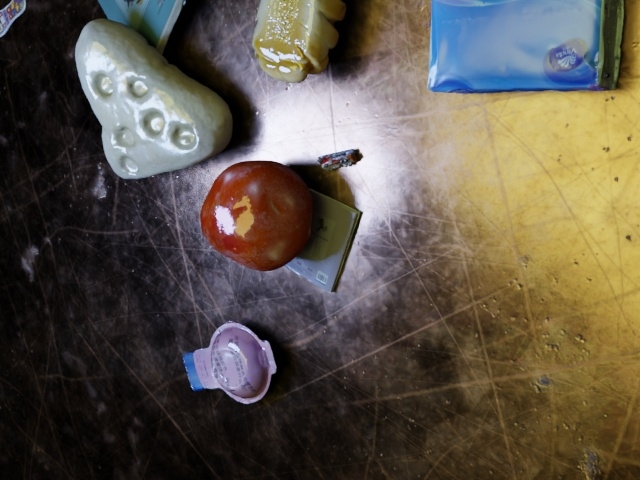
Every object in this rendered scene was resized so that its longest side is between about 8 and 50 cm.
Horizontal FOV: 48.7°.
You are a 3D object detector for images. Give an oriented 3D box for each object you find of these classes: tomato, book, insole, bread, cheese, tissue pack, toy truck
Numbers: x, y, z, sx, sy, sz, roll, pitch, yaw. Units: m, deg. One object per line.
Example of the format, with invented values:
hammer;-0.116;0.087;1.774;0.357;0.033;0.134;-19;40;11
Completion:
tomato;-0.128;-0.053;1.384;0.232;0.189;0.231;4;95;43
book;0.000;0.000;1.420;0.127;0.014;0.181;29;113;27
insole;-0.843;-0.597;1.895;0.197;0.004;0.065;-22;85;35
bread;-0.028;-0.446;1.297;0.173;0.121;0.311;26;112;26
cheese;-0.206;0.277;1.571;0.286;0.074;0.188;-20;86;38
cheese;-0.345;-0.305;1.502;0.329;0.130;0.350;2;113;30
book;-0.435;-0.582;1.561;0.379;0.031;0.264;58;142;11
tissue pack;0.310;-0.325;1.074;0.264;0.146;0.198;7;102;33
toy truck;0.031;-0.155;1.366;0.083;0.024;0.031;-12;69;33
